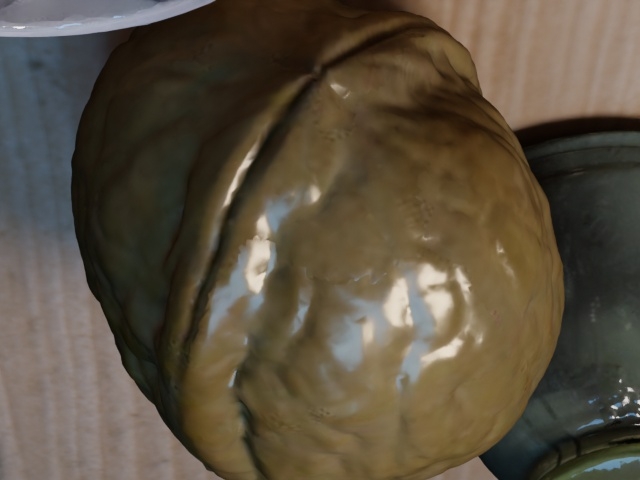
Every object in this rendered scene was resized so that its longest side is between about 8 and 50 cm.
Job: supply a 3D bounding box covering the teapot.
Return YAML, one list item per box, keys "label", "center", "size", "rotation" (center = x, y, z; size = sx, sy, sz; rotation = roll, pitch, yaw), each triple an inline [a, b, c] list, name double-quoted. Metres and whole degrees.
- label: "teapot"
  center: [0.228, 0.073, 1.255]
  size: [0.321, 0.239, 0.239]
  rotation: [-13, 146, 10]

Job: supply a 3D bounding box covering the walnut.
- label: "walnut"
  center: [-0.002, 0.002, 1.092]
  size: [0.252, 0.277, 0.313]
  rotation: [-20, 149, -8]

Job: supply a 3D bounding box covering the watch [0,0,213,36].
- label: "watch"
  center: [-0.149, -0.197, 0.908]
  size: [0.244, 0.196, 0.231]
  rotation: [-9, 167, 11]
